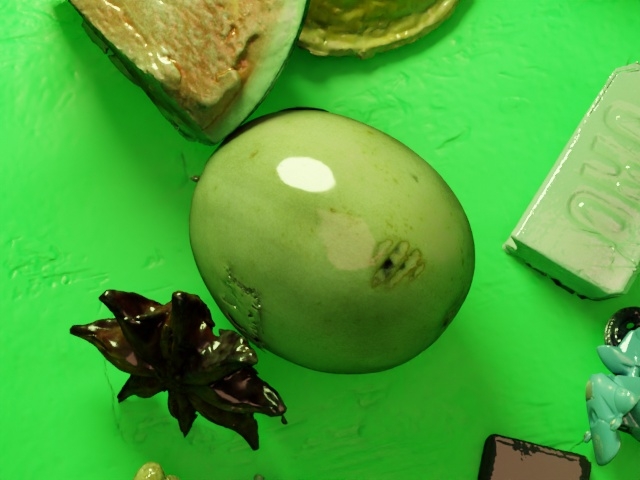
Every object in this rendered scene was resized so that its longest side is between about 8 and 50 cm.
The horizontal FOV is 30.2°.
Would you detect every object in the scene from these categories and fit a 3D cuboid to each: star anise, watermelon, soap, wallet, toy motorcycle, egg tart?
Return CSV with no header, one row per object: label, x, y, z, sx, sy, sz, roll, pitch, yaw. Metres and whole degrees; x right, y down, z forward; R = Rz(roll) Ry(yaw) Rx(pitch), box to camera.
star anise,-0.144,0.124,1.309,0.272,0.272,0.102,28,54,4
watermelon,-0.158,-0.218,1.336,0.319,0.292,0.222,-7,98,-4
soap,0.345,-0.065,1.382,0.150,0.094,0.261,32,83,5
wallet,0.225,0.352,1.352,0.124,0.025,0.244,13,82,3
toy motorcycle,0.405,0.211,1.328,0.272,0.123,0.182,38,73,6
egg tart,0.038,-0.371,1.416,0.318,0.128,0.319,0,83,-1

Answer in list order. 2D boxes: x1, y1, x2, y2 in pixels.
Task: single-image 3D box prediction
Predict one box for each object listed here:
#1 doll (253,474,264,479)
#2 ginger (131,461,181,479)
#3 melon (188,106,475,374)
doll,-0.076,0.326,1.351,0.057,0.039,0.114,34,69,-28
ginger,-0.194,0.355,1.329,0.081,0.115,0.205,22,86,43
melon,0.000,0.000,1.284,0.330,0.268,0.268,32,83,16
